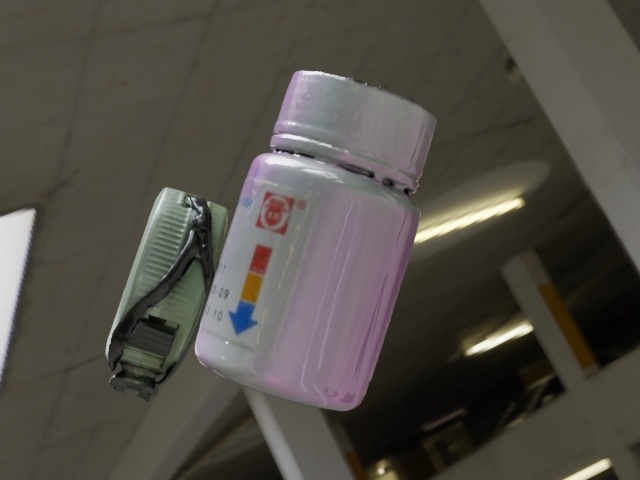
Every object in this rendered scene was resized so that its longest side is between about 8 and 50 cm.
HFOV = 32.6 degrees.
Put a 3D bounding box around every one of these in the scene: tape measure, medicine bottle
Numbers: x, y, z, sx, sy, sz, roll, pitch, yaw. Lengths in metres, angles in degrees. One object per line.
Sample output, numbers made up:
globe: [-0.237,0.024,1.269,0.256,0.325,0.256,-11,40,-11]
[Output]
tape measure: [-0.180,0.064,1.326,0.115,0.235,0.207,20,-21,-11]
medicine bottle: [0.000,0.000,0.903,0.152,0.151,0.255,25,-97,-69]
